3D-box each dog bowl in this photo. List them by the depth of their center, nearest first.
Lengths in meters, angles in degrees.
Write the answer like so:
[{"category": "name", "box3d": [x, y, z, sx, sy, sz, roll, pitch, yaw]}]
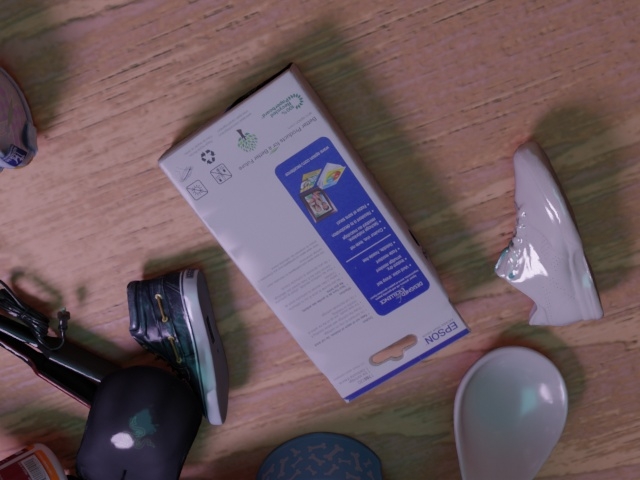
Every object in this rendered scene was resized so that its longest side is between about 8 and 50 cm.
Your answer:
[{"category": "dog bowl", "box3d": [0.046, 0.366, 0.947, 0.166, 0.074, 0.297, -39, 106, 14]}]

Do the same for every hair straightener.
[{"category": "hair straightener", "box3d": [-0.309, 0.099, 0.871, 0.230, 0.047, 0.089, 38, 107, -8]}]

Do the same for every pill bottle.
[{"category": "pill bottle", "box3d": [-0.365, 0.297, 0.871, 0.086, 0.152, 0.086, 25, 126, 39]}]

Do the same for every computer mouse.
[{"category": "computer mouse", "box3d": [-0.203, 0.251, 0.870, 0.189, 0.072, 0.272, 16, 127, -2]}]

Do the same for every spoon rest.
[{"category": "spoon rest", "box3d": [0.184, 0.249, 0.863, 0.137, 0.084, 0.276, 22, 93, -14]}]

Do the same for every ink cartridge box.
[{"category": "ink cartridge box", "box3d": [0.000, 0.000, 0.811, 0.165, 0.065, 0.332, -32, 106, 12]}]

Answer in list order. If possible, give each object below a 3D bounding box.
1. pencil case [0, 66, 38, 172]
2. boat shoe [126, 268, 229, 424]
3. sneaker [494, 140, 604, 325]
[{"category": "pencil case", "box3d": [-0.419, -0.088, 0.758, 0.273, 0.124, 0.113, -16, 78, 6]}, {"category": "boat shoe", "box3d": [-0.155, 0.121, 0.865, 0.083, 0.065, 0.183, -8, 105, 7]}, {"category": "sneaker", "box3d": [0.220, 0.004, 0.807, 0.094, 0.080, 0.212, -17, 112, 20]}]
